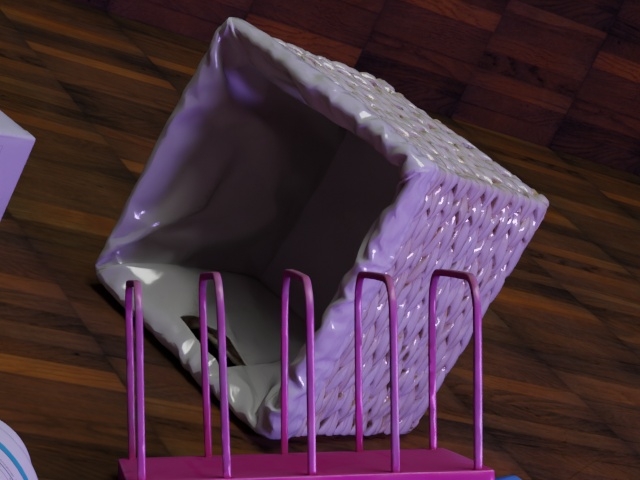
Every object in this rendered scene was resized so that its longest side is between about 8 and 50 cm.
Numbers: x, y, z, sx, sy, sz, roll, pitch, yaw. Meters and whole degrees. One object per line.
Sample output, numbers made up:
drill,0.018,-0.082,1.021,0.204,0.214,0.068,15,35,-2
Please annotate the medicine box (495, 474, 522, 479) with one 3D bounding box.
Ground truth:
medicine box,0.164,0.336,1.509,0.289,0.149,0.263,36,20,29

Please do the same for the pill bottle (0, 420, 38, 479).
pill bottle,-0.275,0.202,1.276,0.146,0.146,0.264,26,16,1

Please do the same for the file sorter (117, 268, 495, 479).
file sorter,-0.020,0.115,1.574,0.290,0.182,0.202,-1,-1,-8

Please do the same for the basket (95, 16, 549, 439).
basket,0.000,0.000,1.984,0.266,0.331,0.328,14,20,-50

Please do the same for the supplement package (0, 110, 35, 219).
supplement package,-0.373,-0.020,1.618,0.139,0.244,0.134,37,20,34
